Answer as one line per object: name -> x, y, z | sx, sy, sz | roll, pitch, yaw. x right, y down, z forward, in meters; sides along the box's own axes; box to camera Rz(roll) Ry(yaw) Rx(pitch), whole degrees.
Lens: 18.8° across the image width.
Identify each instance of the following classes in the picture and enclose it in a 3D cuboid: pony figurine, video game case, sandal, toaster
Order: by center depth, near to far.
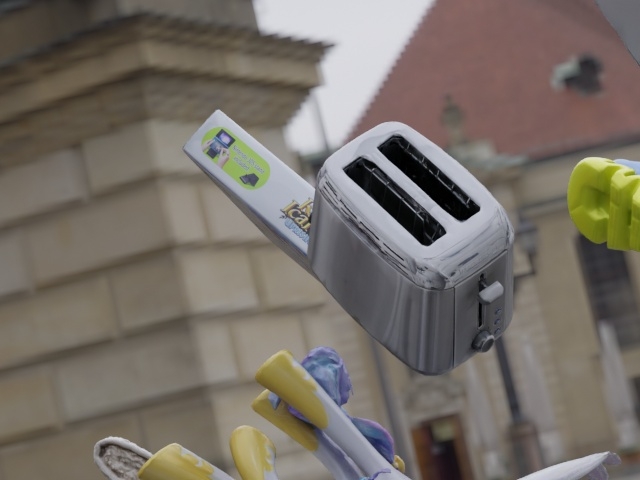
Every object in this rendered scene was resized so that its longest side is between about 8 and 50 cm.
toaster -> 0.075, -0.002, 1.707 | 0.129, 0.227, 0.146 | -32, -30, -24
pony figurine -> 0.062, 0.264, 1.774 | 0.351, 0.363, 0.303 | -27, -22, -55
video game case -> 0.000, 0.000, 2.018 | 0.061, 0.244, 0.269 | -48, -26, -3
sandal -> 0.413, -0.013, 2.056 | 0.138, 0.317, 0.126 | -19, -48, -31

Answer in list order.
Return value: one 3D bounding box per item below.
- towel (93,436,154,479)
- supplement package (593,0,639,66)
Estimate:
towel -> -0.092, 0.278, 1.871 | 0.282, 0.049, 0.187 | 30, -12, 4
supplement package -> 0.348, -0.235, 1.449 | 0.175, 0.177, 0.293 | -31, -10, -21
